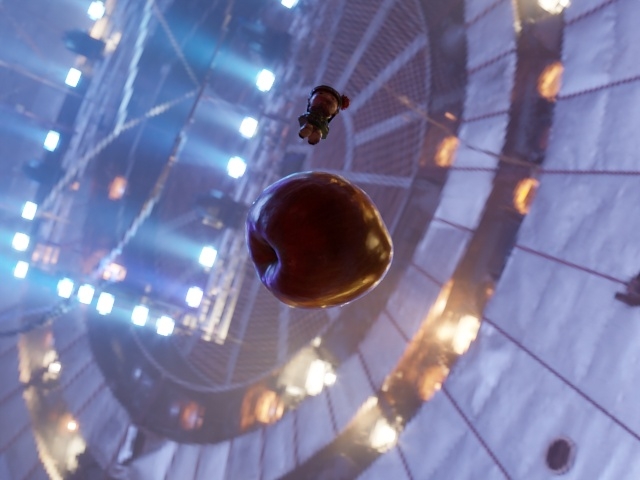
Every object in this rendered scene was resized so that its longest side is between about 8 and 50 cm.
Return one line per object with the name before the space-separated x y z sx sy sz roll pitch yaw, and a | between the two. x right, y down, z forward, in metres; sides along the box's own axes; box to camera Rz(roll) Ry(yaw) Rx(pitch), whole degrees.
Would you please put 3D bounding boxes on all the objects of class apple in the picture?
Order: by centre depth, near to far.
apple | 0.000 0.000 1.171 0.146 0.131 0.146 53 -26 40

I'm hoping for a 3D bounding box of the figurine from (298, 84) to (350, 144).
figurine | 0.003 -0.180 1.651 0.047 0.060 0.106 108 4 -49
